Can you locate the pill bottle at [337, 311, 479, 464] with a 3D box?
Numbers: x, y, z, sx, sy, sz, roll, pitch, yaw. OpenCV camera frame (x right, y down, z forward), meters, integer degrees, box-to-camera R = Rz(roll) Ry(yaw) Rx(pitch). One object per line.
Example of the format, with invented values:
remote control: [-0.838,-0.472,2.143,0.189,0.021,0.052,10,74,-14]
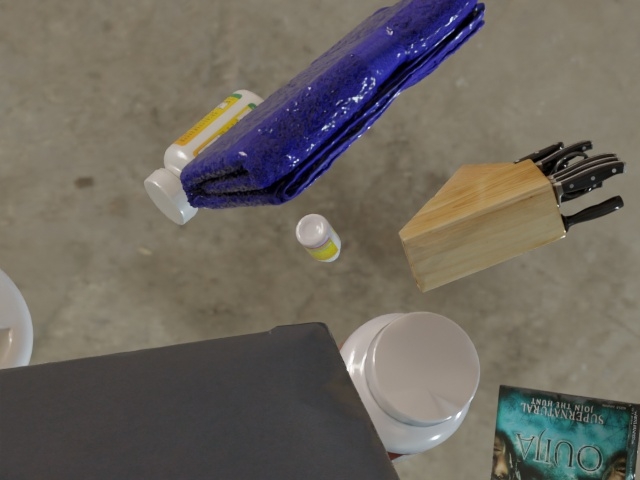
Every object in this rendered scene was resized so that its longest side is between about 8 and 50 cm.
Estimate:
pill bottle: [0.060,0.132,1.073,0.121,0.216,0.121,4,71,-12]

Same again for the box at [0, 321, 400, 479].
box: [-0.108,0.281,0.721,0.294,0.212,0.395,-7,116,-11]

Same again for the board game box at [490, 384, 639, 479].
board game box: [0.282,0.240,1.420,0.026,0.186,0.126,10,84,-43]

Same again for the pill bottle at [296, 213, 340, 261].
pill bottle: [0.000,0.000,1.525,0.043,0.043,0.083,-66,158,-13]

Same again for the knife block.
knife block: [0.272,-0.037,1.641,0.276,0.242,0.088,-44,122,-40]

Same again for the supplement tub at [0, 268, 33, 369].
supplement tub: [-0.566,0.165,1.677,0.235,0.325,0.235,20,56,-33]

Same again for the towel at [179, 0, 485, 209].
towel: [0.013,-0.137,1.201,0.308,0.228,0.076,-41,101,-19]

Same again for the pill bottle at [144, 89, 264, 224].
pill bottle: [-0.159,-0.122,1.835,0.208,0.117,0.117,-43,111,-20]
